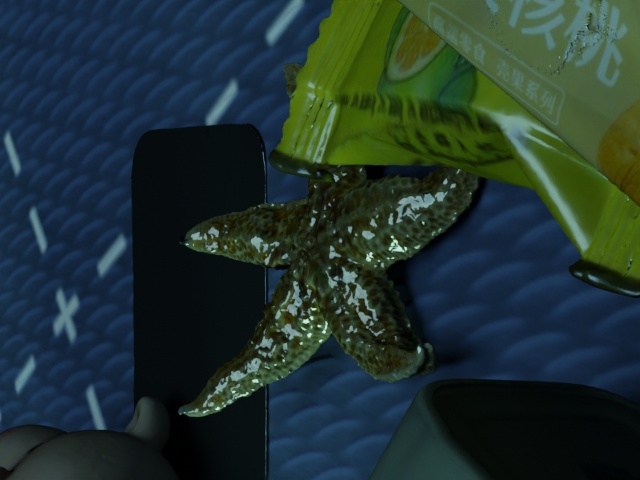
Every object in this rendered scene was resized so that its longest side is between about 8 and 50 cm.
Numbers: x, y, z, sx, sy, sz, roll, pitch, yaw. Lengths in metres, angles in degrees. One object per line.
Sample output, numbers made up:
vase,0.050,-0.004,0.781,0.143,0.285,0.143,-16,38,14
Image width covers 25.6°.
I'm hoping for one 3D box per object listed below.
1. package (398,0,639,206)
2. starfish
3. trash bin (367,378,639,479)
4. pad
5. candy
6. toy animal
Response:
package,0.133,-0.149,0.528,0.221,0.165,0.311,-47,47,8
starfish,0.000,0.000,0.847,0.277,0.062,0.236,-48,53,32
trash bin,0.083,0.208,0.627,0.220,0.219,0.250,42,116,43
pad,-0.091,0.051,1.016,0.181,0.004,0.267,2,92,53
candy,0.087,-0.090,0.703,0.297,0.081,0.187,20,84,49
toy animal,-0.191,0.256,0.997,0.229,0.210,0.221,-15,113,15
